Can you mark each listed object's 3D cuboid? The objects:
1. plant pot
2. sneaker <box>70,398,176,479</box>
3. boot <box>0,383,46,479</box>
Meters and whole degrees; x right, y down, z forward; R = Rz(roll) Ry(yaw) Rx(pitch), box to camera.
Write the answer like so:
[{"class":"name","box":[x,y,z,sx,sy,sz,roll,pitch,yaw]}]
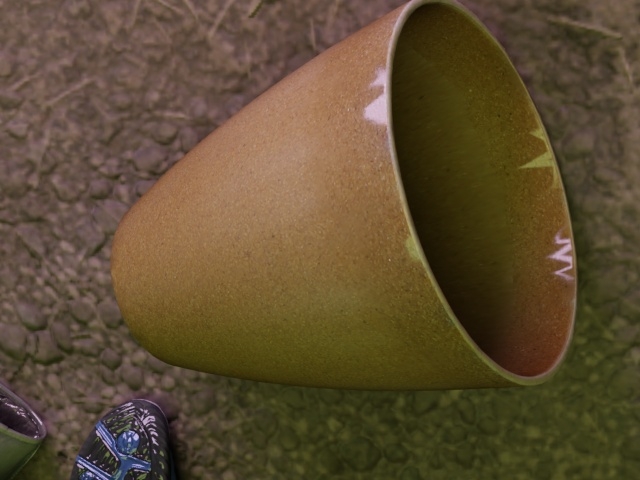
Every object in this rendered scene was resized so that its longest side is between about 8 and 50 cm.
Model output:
[{"class":"plant pot","box":[0.000,0.000,0.807,0.254,0.237,0.237,-18,100,32]},{"class":"sneaker","box":[-0.141,0.226,0.959,0.080,0.081,0.211,1,87,14]},{"class":"boot","box":[-0.341,0.173,0.989,0.189,0.076,0.208,31,116,-11]}]
